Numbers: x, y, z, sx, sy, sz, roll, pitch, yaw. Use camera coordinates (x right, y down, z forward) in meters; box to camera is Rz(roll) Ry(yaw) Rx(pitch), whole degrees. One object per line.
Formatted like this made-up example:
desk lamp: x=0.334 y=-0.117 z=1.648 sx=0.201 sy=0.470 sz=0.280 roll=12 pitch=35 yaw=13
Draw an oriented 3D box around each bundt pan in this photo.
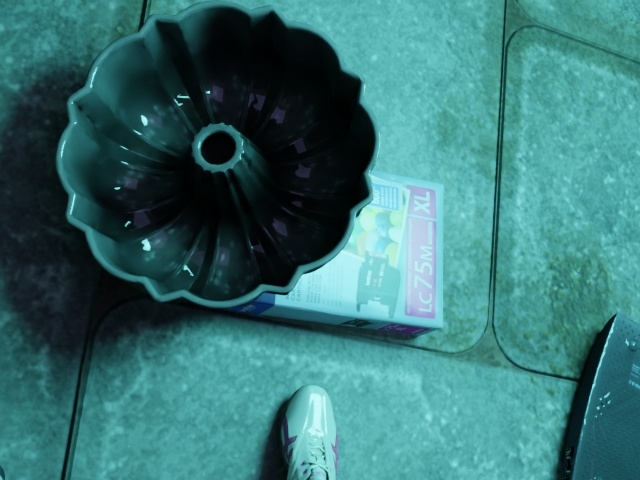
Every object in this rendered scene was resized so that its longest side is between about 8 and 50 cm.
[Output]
bundt pan: x=-0.100 y=-0.078 z=1.078 sx=0.330 sy=0.124 sz=0.331 roll=-1 pitch=75 yaw=3

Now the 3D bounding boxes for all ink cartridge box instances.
ink cartridge box: x=0.000 y=0.000 z=1.191 sx=0.311 sy=0.065 sz=0.186 roll=9 pitch=73 yaw=-22

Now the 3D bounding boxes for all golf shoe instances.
golf shoe: x=-0.007 y=0.247 z=1.108 sx=0.067 sy=0.086 sz=0.186 roll=12 pitch=70 yaw=-22

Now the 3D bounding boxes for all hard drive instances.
hard drive: x=0.400 y=0.241 z=1.326 sx=0.172 sy=0.054 sz=0.255 roll=28 pitch=67 yaw=-17

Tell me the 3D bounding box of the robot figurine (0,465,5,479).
robot figurine: x=-0.363 y=0.277 z=0.878 sx=0.209 sy=0.173 sz=0.278 roll=-1 pitch=76 yaw=-2
